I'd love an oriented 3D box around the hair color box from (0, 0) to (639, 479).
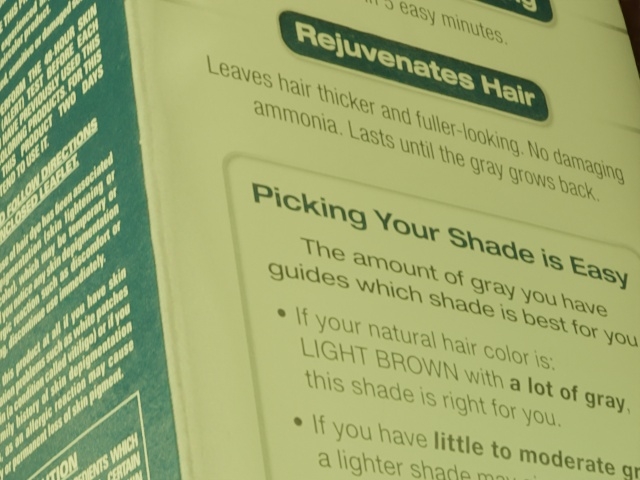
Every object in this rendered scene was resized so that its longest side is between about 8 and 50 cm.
[{"bbox_3d":[0.000,0.000,0.505,0.105,0.174,0.347,-39,50,43],"label":"hair color box"}]
